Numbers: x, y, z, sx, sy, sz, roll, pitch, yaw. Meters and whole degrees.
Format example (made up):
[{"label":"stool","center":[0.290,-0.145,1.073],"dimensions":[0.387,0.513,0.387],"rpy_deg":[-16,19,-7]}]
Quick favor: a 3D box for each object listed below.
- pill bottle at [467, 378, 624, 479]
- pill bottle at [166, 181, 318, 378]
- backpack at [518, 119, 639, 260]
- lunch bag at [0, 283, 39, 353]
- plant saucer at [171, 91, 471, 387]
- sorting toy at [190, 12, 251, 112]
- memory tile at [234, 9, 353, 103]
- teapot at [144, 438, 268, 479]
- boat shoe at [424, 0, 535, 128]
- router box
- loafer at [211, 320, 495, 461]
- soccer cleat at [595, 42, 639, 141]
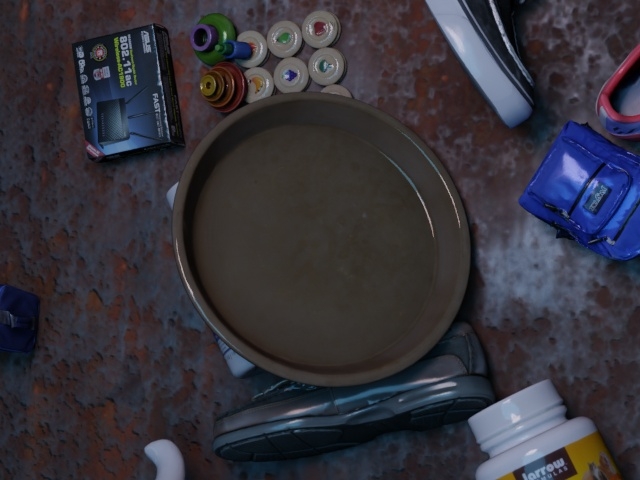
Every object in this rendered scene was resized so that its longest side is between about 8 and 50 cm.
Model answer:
[{"label":"pill bottle","center":[0.211,0.234,1.399],"dimensions":[0.117,0.117,0.215],"rpy_deg":[-29,79,16]},{"label":"pill bottle","center":[-0.069,0.024,1.505],"dimensions":[0.112,0.112,0.187],"rpy_deg":[-29,79,16]},{"label":"backpack","center":[0.244,-0.035,1.408],"dimensions":[0.120,0.101,0.098],"rpy_deg":[34,105,13]},{"label":"lunch bag","center":[-0.321,0.076,1.596],"dimensions":[0.065,0.098,0.067],"rpy_deg":[1,83,16]},{"label":"plant saucer","center":[0.000,0.000,1.450],"dimensions":[0.277,0.041,0.278],"rpy_deg":[5,70,-14]},{"label":"sorting toy","center":[-0.102,-0.175,1.551],"dimensions":[0.061,0.042,0.102],"rpy_deg":[-27,75,33]},{"label":"memory tile","center":[-0.024,-0.140,1.548],"dimensions":[0.113,0.012,0.148],"rpy_deg":[-13,84,18]},{"label":"teapot","center":[-0.041,0.310,1.453],"dimensions":[0.252,0.187,0.256],"rpy_deg":[-10,117,37]},{"label":"boat shoe","center":[0.138,-0.248,1.448],"dimensions":[0.105,0.113,0.306],"rpy_deg":[-27,64,10]},{"label":"router box","center":[-0.190,-0.144,1.591],"dimensions":[0.092,0.038,0.123],"rpy_deg":[-11,84,17]},{"label":"loafer","center":[0.027,0.142,1.491],"dimensions":[0.267,0.096,0.084],"rpy_deg":[-13,64,11]},{"label":"soccer cleat","center":[0.337,-0.179,1.383],"dimensions":[0.248,0.095,0.083],"rpy_deg":[-43,76,13]}]
